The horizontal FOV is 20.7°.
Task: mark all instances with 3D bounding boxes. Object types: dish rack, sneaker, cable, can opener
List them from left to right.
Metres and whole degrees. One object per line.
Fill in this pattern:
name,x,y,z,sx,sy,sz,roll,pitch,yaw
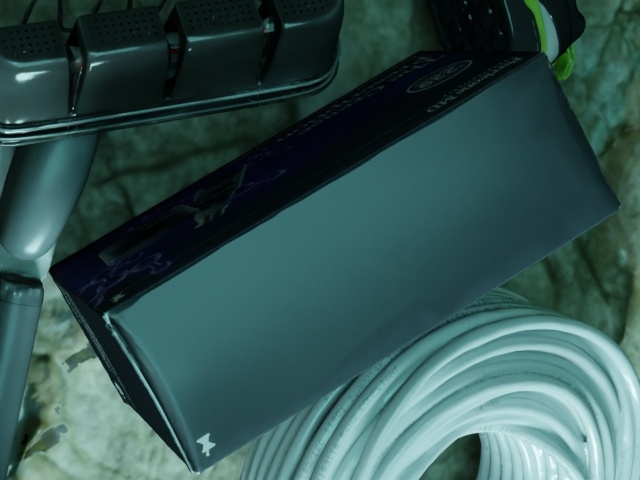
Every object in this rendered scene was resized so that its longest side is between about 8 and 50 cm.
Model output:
can opener,-0.186,0.039,0.950,0.074,0.093,0.280,11,99,-20
dish rack,-0.110,-0.196,0.919,0.208,0.074,0.271,-11,71,-20
cable,0.072,0.149,1.018,0.257,0.089,0.257,-24,121,-23
sneaker,0.099,-0.204,1.023,0.097,0.084,0.234,-23,107,-38

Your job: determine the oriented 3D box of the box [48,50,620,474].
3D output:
box,0.000,0.000,0.950,0.261,0.184,0.103,-31,107,-12
